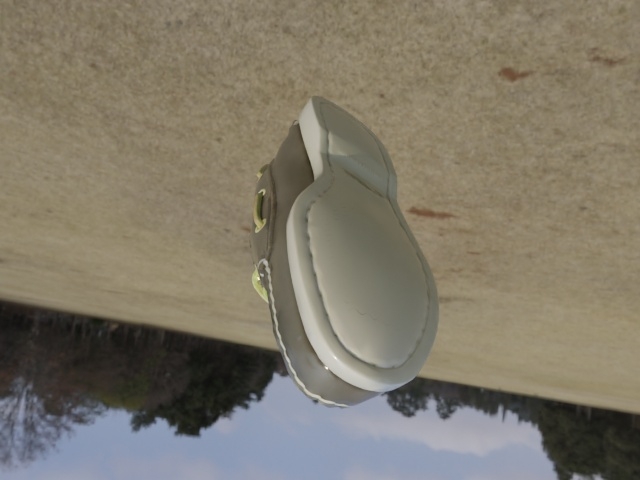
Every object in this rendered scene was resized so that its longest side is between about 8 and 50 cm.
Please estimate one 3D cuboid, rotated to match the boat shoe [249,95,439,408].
[{"bbox_3d":[0.004,0.002,0.446,0.109,0.091,0.305,31,-152,-21],"label":"boat shoe"}]
